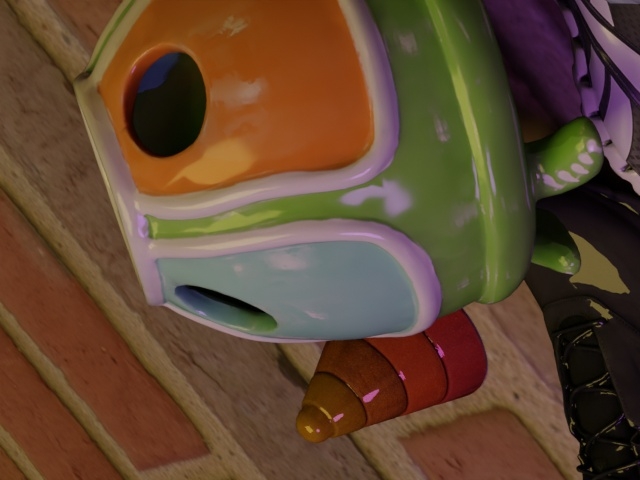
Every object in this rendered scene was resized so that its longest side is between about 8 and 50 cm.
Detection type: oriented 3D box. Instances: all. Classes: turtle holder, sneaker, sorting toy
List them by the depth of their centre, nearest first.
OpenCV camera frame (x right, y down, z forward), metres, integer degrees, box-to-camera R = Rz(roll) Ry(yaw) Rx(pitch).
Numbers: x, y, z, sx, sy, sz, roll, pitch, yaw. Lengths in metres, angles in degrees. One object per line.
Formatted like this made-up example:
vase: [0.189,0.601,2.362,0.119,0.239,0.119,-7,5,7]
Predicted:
sneaker: [0.174,-0.104,0.965,0.106,0.078,0.234,0,123,56]
turtle holder: [-0.007,-0.061,1.040,0.320,0.227,0.243,-151,42,-80]
sneaker: [0.189,0.091,1.120,0.286,0.130,0.109,52,152,-4]
sorting toy: [0.000,0.000,1.267,0.127,0.126,0.365,21,141,40]

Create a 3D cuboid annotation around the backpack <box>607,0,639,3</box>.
backpack: [0.174,-0.213,0.654,0.273,0.290,0.355,34,163,-8]
